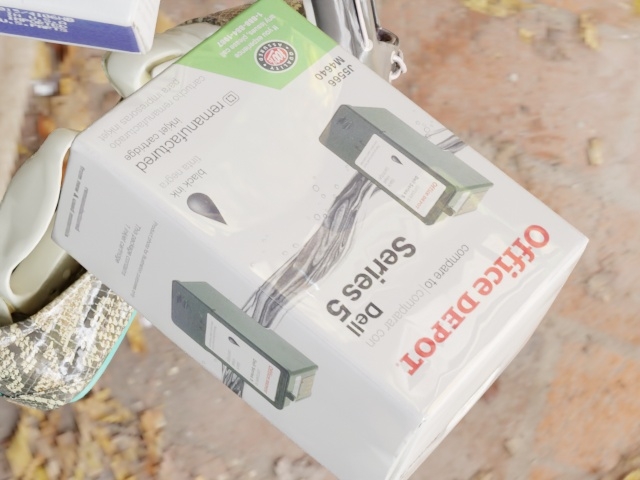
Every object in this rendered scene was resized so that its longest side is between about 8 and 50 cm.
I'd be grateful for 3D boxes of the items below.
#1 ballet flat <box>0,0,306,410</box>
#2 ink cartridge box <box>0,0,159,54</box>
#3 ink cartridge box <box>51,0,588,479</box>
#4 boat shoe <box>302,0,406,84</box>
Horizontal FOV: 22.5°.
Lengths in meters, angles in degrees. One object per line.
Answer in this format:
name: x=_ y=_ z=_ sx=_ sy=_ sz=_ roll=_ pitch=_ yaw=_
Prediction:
ballet flat: x=-0.178 y=-0.068 z=1.503 sx=0.164 sy=0.182 sz=0.483 roll=26 pitch=78 yaw=43
ink cartridge box: x=-0.158 y=-0.197 z=0.638 sx=0.223 sy=0.045 sz=0.224 roll=7 pitch=77 yaw=2
ink cartridge box: x=0.000 y=0.000 z=1.017 sx=0.273 sy=0.198 sz=0.114 roll=38 pitch=142 yaw=12
boat shoe: x=0.031 y=-0.221 z=1.464 sx=0.095 sy=0.112 sz=0.335 roll=-16 pitch=104 yaw=6
